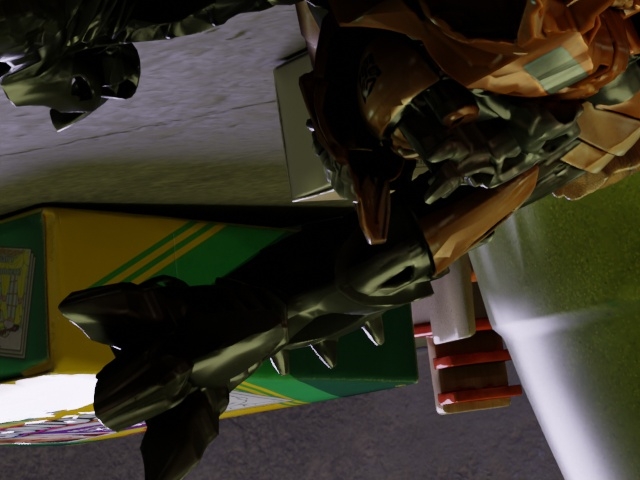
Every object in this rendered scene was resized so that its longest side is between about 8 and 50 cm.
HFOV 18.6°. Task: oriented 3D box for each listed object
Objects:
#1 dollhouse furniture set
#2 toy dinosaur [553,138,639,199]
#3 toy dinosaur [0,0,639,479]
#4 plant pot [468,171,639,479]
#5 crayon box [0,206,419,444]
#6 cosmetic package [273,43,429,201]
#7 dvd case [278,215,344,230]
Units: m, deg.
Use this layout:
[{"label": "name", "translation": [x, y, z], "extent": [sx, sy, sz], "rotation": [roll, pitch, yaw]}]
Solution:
[{"label": "dollhouse furniture set", "translation": [0.181, 0.041, 1.398], "extent": [0.262, 0.135, 0.259], "rotation": [-3, 172, -35]}, {"label": "toy dinosaur", "translation": [0.162, -0.077, 0.625], "extent": [0.211, 0.064, 0.112], "rotation": [-39, -166, 22]}, {"label": "toy dinosaur", "translation": [0.030, -0.046, 0.512], "extent": [0.218, 0.164, 0.322], "rotation": [-24, 150, 2]}, {"label": "plant pot", "translation": [0.276, 0.104, 0.949], "extent": [0.366, 0.353, 0.366], "rotation": [-14, 177, -1]}, {"label": "crayon box", "translation": [-0.175, 0.070, 1.282], "extent": [0.363, 0.106, 0.313], "rotation": [-14, 167, 41]}, {"label": "cosmetic package", "translation": [0.041, -0.049, 0.808], "extent": [0.115, 0.060, 0.041], "rotation": [-2, 171, -34]}, {"label": "dvd case", "translation": [0.000, 0.000, 1.357], "extent": [0.087, 0.013, 0.119], "rotation": [-11, 173, 21]}]
